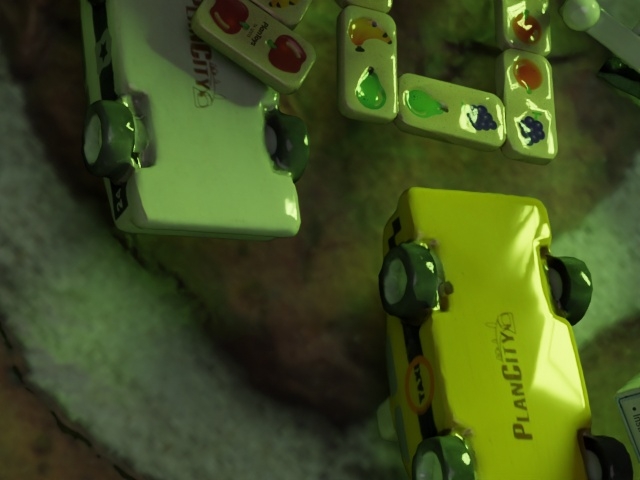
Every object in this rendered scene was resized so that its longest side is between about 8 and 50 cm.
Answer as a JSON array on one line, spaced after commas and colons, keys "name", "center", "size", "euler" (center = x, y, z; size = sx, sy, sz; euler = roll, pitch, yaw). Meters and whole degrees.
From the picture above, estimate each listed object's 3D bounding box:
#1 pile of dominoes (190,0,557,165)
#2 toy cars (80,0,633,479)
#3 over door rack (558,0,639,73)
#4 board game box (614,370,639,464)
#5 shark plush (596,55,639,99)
[{"name": "pile of dominoes", "center": [0.033, -0.173, 0.837], "size": [0.196, 0.040, 0.251], "euler": [11, 64, -24]}, {"name": "toy cars", "center": [0.000, 0.000, 0.818], "size": [0.394, 0.087, 0.176], "euler": [46, 53, 0]}, {"name": "over door rack", "center": [0.300, -0.104, 0.792], "size": [0.324, 0.108, 0.239], "euler": [41, 103, 15]}, {"name": "board game box", "center": [0.330, 0.165, 0.740], "size": [0.066, 0.318, 0.319], "euler": [-27, 97, -59]}, {"name": "shark plush", "center": [0.215, -0.042, 0.898], "size": [0.161, 0.073, 0.067], "euler": [34, 104, -11]}]
